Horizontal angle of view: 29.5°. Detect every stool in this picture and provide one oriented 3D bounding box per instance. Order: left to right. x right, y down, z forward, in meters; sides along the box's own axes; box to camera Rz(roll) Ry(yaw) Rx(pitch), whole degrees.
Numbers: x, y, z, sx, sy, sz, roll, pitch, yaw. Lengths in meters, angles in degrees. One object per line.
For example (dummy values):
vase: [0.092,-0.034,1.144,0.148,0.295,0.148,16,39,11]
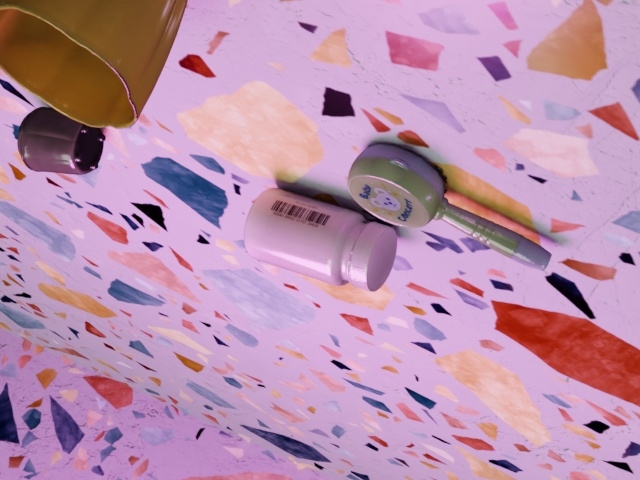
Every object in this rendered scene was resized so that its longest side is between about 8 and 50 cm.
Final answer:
stool: [-0.372,-0.141,1.748,0.110,0.096,0.096,10,152,24]

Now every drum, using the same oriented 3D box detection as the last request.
drum: [0.150,-0.042,1.418,0.253,0.049,0.130,20,156,18]

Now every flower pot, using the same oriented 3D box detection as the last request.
flower pot: [-0.231,-0.241,1.262,0.195,0.179,0.195,25,158,11]

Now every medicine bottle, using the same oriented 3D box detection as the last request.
medicine bottle: [0.000,0.000,1.609,0.186,0.103,0.103,17,155,25]
